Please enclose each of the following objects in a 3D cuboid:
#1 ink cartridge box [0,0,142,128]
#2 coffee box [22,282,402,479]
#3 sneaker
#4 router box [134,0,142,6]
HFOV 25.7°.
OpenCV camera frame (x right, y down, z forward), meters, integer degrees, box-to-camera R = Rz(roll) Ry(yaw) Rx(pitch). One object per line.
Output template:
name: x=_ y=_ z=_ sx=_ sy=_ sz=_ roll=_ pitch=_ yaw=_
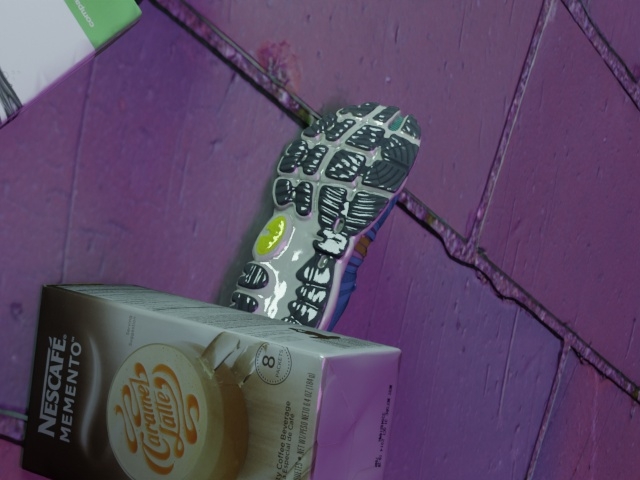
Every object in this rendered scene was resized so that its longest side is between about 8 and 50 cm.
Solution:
ink cartridge box: x=-0.223 y=-0.082 z=0.728 sx=0.092 sy=0.160 sz=0.219 roll=59 pitch=39 yaw=-16
coffee box: x=-0.080 y=0.119 z=0.964 sx=0.098 sy=0.246 sz=0.141 roll=1 pitch=98 yaw=-56
sneaker: x=0.000 y=0.000 z=1.214 sx=0.275 sy=0.107 sz=0.110 roll=-61 pitch=162 yaw=-18
router box: x=-0.126 y=-0.249 z=0.934 sx=0.179 sy=0.046 sz=0.133 roll=-61 pitch=145 yaw=-49
